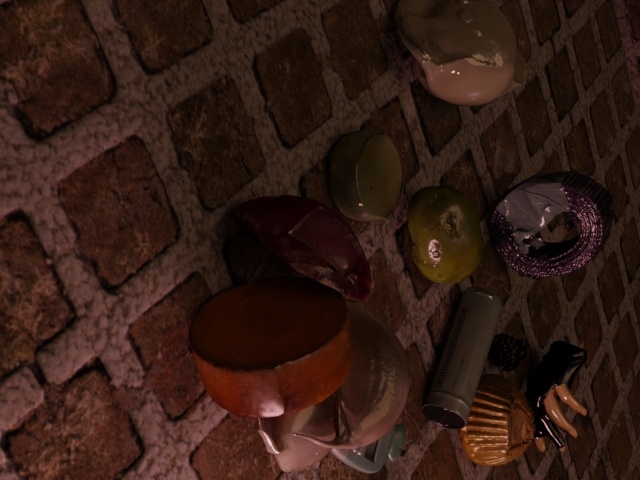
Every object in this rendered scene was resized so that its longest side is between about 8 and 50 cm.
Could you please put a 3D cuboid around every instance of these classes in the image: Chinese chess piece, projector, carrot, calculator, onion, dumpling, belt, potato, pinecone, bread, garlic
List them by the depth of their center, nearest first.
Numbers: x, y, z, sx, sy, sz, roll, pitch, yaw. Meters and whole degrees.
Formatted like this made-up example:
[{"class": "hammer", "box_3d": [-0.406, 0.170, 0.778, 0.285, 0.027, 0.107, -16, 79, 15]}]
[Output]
[{"class": "carrot", "box_3d": [-0.074, 0.158, 1.482, 0.307, 0.259, 0.100, -52, 149, -55]}, {"class": "onion", "box_3d": [0.000, 0.000, 1.572, 0.250, 0.247, 0.111, 27, 99, -50]}, {"class": "garlic", "box_3d": [0.029, 0.276, 1.586, 0.340, 0.232, 0.245, -64, 157, -51]}, {"class": "calculator", "box_3d": [0.084, 0.370, 1.843, 0.295, 0.042, 0.184, 40, 57, -41]}, {"class": "Chinese chess piece", "box_3d": [0.093, -0.132, 1.854, 0.188, 0.083, 0.188, -2, 92, -55]}, {"class": "potato", "box_3d": [0.281, -0.010, 2.036, 0.253, 0.149, 0.186, 52, 47, -36]}, {"class": "dumpling", "box_3d": [0.307, -0.464, 2.102, 0.395, 0.233, 0.315, -6, 61, -40]}, {"class": "projector", "box_3d": [0.337, 0.271, 2.129, 0.108, 0.108, 0.337, 53, 49, -37]}, {"class": "bread", "box_3d": [0.435, 0.441, 2.221, 0.240, 0.139, 0.239, 0, 89, -56]}, {"class": "belt", "box_3d": [0.583, -0.042, 2.301, 0.260, 0.325, 0.122, 52, 47, -4]}, {"class": "pinecone", "box_3d": [0.483, 0.287, 2.328, 0.109, 0.102, 0.102, 37, 59, -41]}]

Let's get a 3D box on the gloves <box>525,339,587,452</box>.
[{"class": "gloves", "box_3d": [0.637, 0.429, 2.480, 0.197, 0.152, 0.300, 91, 4, -73]}]
